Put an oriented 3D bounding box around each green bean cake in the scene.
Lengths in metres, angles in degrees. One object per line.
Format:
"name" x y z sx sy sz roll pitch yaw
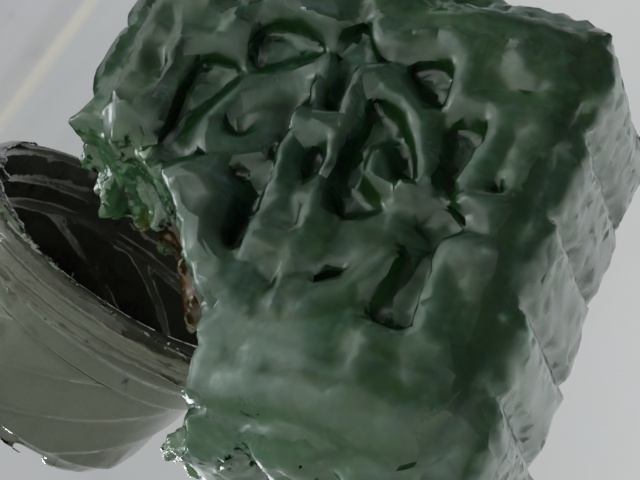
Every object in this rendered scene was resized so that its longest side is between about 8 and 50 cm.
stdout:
"green bean cake" 0.000 0.000 1.124 0.300 0.308 0.169 14 160 22

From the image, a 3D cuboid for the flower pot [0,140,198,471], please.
"flower pot" -0.151 0.055 1.267 0.235 0.140 0.235 34 -166 -9
